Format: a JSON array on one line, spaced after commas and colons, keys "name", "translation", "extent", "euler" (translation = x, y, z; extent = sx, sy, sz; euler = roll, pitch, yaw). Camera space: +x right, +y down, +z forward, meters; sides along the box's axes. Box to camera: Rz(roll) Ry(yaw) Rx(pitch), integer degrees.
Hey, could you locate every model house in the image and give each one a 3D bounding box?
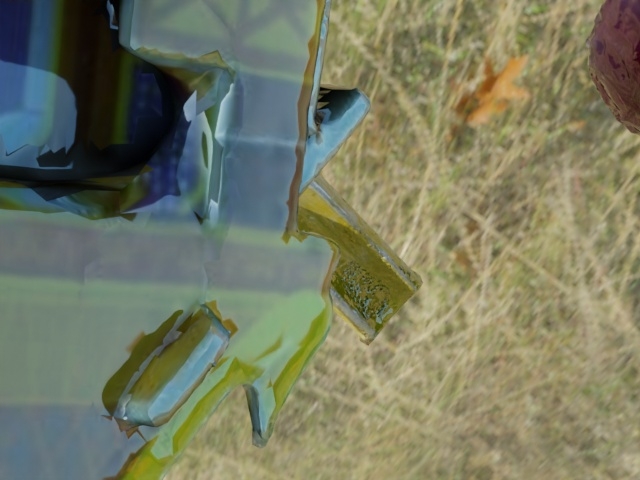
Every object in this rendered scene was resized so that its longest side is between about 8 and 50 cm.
[{"name": "model house", "translation": [-0.143, -0.022, 0.346], "extent": [0.357, 0.242, 0.313], "euler": [6, 90, -43]}]

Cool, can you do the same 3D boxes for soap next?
[{"name": "soap", "translation": [0.000, 0.000, 1.291], "extent": [0.080, 0.257, 0.160], "euler": [-45, 41, 1]}]

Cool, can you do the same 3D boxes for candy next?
[{"name": "candy", "translation": [0.147, -0.078, 0.542], "extent": [0.103, 0.103, 0.043], "euler": [-20, 53, -19]}]
